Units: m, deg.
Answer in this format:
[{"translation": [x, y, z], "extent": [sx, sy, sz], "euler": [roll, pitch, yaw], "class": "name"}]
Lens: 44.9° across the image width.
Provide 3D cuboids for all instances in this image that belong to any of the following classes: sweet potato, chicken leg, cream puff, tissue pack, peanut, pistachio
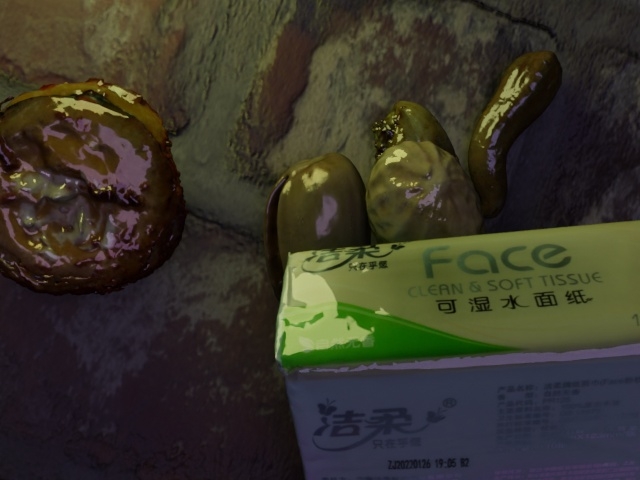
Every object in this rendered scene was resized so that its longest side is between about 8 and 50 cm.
[{"translation": [0.241, -0.144, 0.995], "extent": [0.081, 0.062, 0.233], "euler": [25, 89, -11], "class": "sweet potato"}, {"translation": [0.133, -0.063, 0.967], "extent": [0.103, 0.088, 0.228], "euler": [-28, 101, -19], "class": "chicken leg"}, {"translation": [-0.263, -0.057, 0.851], "extent": [0.239, 0.164, 0.240], "euler": [0, 101, 0], "class": "cream puff"}, {"translation": [0.177, 0.156, 0.803], "extent": [0.404, 0.205, 0.332], "euler": [-4, 129, 5], "class": "tissue pack"}, {"translation": [0.125, 0.023, 0.902], "extent": [0.120, 0.136, 0.298], "euler": [-32, 133, -30], "class": "peanut"}, {"translation": [0.000, 0.000, 0.917], "extent": [0.131, 0.129, 0.206], "euler": [-4, 97, -20], "class": "pistachio"}]
